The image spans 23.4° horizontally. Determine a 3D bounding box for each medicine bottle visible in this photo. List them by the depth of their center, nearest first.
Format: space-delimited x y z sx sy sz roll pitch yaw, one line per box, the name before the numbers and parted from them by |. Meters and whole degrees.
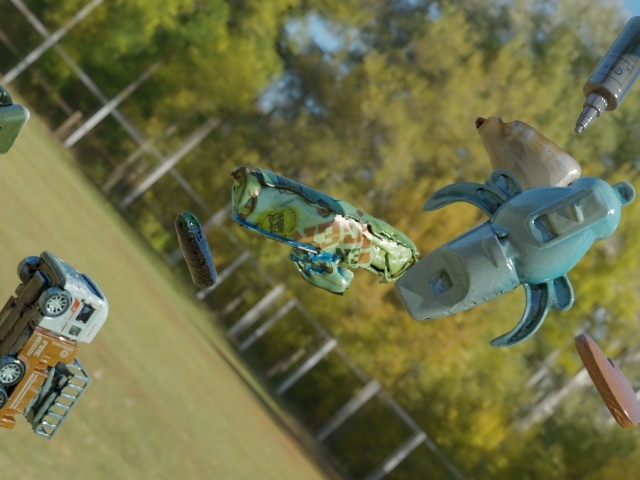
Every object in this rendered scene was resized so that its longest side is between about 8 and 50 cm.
medicine bottle | 0.399 -0.220 2.115 0.057 0.199 0.058 31 -22 14

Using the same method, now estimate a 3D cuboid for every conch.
conch | 0.265 -0.089 1.926 0.104 0.094 0.176 92 -24 -82

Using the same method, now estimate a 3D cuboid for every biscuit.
biscuit | 0.520 0.247 2.766 0.186 0.036 0.192 62 16 12

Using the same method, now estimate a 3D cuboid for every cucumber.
cucumber | -0.141 0.008 1.747 0.032 0.032 0.133 46 -18 29

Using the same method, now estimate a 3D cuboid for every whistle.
whistle | 0.210 0.007 1.647 0.186 0.274 0.093 64 4 9

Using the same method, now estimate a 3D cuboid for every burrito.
burrito | 0.000 0.000 1.780 0.288 0.104 0.054 21 8 -36

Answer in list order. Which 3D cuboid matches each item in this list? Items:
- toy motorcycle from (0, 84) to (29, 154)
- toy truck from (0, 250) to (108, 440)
toy motorcycle | -0.358 -0.116 1.401 0.205 0.275 0.127 46 32 9
toy truck | -0.281 0.108 1.568 0.115 0.178 0.080 26 13 -41
